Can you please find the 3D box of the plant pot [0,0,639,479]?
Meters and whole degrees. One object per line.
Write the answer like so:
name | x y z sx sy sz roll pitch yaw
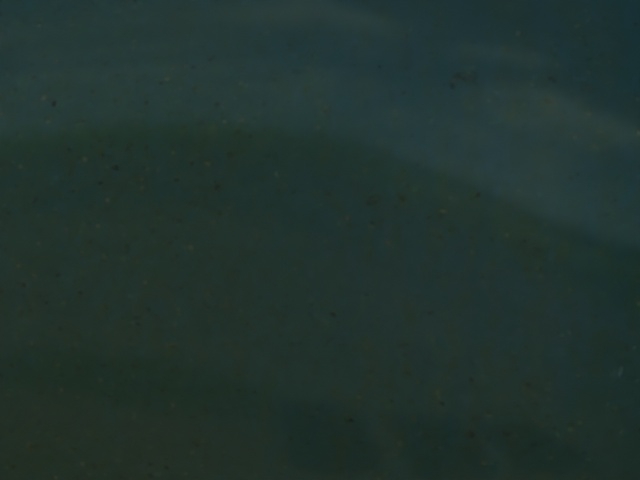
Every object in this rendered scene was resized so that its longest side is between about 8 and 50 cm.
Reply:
plant pot | 0.000 0.000 0.509 0.255 0.271 0.271 2 -9 -16
